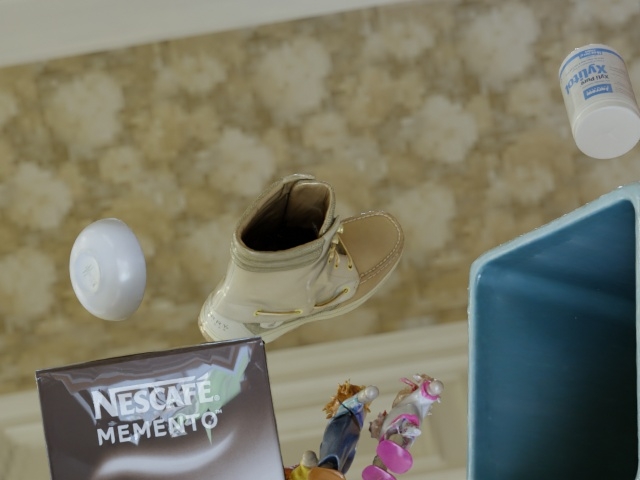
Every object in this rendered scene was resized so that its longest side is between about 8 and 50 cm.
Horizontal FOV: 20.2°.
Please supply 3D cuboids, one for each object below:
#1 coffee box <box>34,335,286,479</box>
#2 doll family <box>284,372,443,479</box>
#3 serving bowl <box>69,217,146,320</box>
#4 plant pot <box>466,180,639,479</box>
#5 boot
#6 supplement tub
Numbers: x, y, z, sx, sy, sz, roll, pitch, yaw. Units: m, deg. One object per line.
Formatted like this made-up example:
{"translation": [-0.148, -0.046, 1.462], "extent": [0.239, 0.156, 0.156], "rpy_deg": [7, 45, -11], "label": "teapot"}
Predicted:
{"translation": [-0.101, 0.226, 1.307], "extent": [0.119, 0.168, 0.297], "rpy_deg": [122, 139, -87], "label": "coffee box"}
{"translation": [0.007, 0.209, 1.633], "extent": [0.263, 0.118, 0.163], "rpy_deg": [-62, 0, 25], "label": "doll family"}
{"translation": [-0.176, 0.025, 1.440], "extent": [0.027, 0.083, 0.083], "rpy_deg": [-8, -91, -45], "label": "serving bowl"}
{"translation": [0.289, 0.123, 1.464], "extent": [0.248, 0.252, 0.247], "rpy_deg": [-30, 52, 58], "label": "plant pot"}
{"translation": [0.000, 0.000, 1.881], "extent": [0.095, 0.262, 0.203], "rpy_deg": [54, 150, 22], "label": "boot"}
{"translation": [0.281, -0.141, 1.810], "extent": [0.107, 0.071, 0.071], "rpy_deg": [-95, -4, -49], "label": "supplement tub"}
